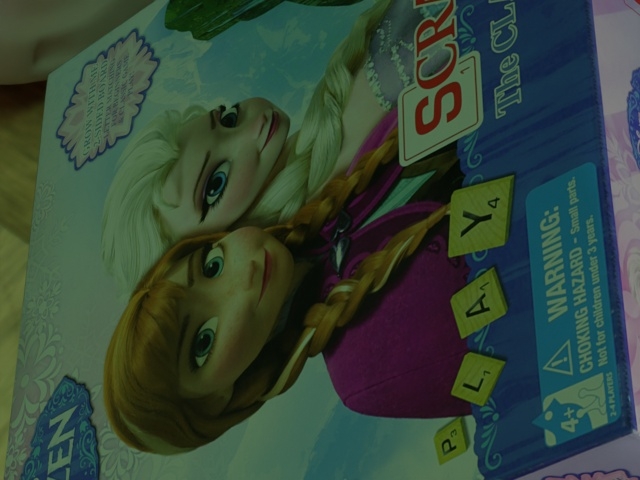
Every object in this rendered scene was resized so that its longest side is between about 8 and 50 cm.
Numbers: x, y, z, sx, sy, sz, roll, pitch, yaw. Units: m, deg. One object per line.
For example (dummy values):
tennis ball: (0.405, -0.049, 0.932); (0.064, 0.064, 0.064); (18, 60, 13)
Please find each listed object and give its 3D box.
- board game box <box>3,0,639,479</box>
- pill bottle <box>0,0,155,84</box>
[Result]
board game box: (0.000, 0.000, 0.747); (0.318, 0.066, 0.318); (-29, 46, 34)
pill bottle: (-0.194, -0.227, 0.995); (0.161, 0.161, 0.283); (-32, 52, -2)
